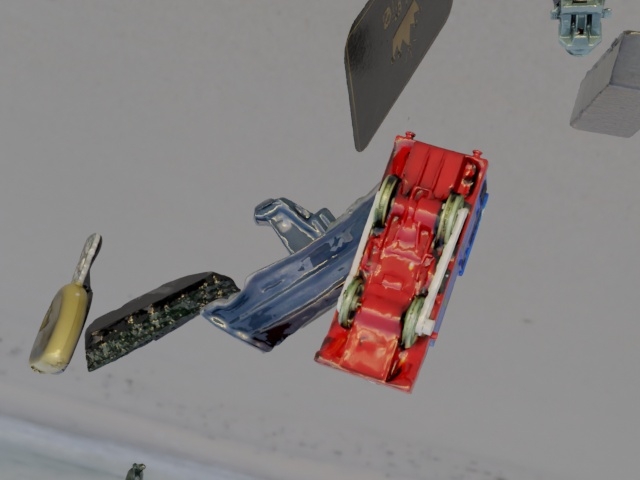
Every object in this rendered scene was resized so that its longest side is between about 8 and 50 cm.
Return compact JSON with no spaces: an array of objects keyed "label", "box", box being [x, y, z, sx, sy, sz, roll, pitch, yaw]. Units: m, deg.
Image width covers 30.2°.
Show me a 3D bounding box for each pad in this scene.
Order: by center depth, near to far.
[{"label":"pad","box":[0.145,-0.337,1.727,0.063,0.375,0.315,17,146,22]}]

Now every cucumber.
[{"label":"cucumber","box":[-0.209,0.089,1.490,0.070,0.220,0.046,26,137,56]}]

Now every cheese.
[{"label":"cheese","box":[-0.272,0.067,1.302,0.036,0.162,0.086,25,158,-19]}]

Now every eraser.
[{"label":"eraser","box":[0.489,-0.244,1.900,0.111,0.077,0.352,9,173,2]}]

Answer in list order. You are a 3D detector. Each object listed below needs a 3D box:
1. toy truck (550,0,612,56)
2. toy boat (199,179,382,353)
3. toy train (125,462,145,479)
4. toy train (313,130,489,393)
[{"label":"toy truck","box":[0.340,-0.382,1.558,0.108,0.256,0.140,-1,162,10]},{"label":"toy boat","box":[0.000,0.000,1.310,0.142,0.309,0.129,54,174,5]},{"label":"toy train","box":[-0.147,0.439,1.216,0.249,0.429,0.178,0,-174,1]},{"label":"toy train","box":[0.072,0.022,0.963,0.083,0.204,0.131,18,168,13]}]
